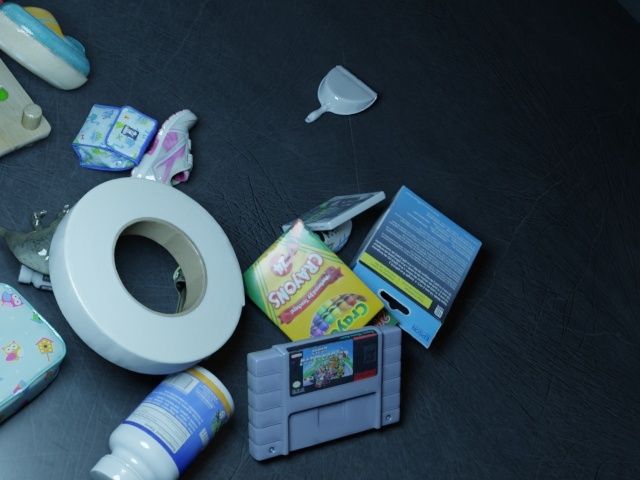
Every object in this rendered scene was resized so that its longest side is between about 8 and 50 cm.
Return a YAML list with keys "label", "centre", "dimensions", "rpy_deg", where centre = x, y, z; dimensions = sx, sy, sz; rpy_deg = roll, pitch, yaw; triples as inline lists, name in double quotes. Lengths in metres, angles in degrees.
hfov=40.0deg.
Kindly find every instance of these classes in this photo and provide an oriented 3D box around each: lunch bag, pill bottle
- label: "lunch bag"
  centre: [-0.624, 0.219, 1.605]
  dimensions: [0.224, 0.108, 0.279]
  rpy_deg: [42, 51, 7]
- label: "pill bottle"
  centre: [-0.530, 0.063, 1.760]
  dimensions: [0.137, 0.078, 0.078]
  rpy_deg: [13, 58, -21]
- label: "lunch bag"
  centre: [-0.446, -0.223, 1.927]
  dimensions: [0.151, 0.096, 0.129]
  rpy_deg: [10, 56, 12]
- label: "pill bottle"
  centre: [-0.299, 0.372, 1.656]
  dimensions: [0.152, 0.152, 0.272]
  rpy_deg: [42, 53, 0]

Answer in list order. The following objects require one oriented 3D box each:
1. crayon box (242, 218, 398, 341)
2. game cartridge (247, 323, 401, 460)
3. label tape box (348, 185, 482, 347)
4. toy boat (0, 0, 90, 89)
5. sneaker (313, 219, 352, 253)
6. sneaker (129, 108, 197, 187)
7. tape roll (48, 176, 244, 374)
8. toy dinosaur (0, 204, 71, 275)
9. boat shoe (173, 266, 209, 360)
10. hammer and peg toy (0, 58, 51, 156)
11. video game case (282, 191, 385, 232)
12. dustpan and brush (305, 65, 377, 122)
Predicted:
- label: "crayon box"
  centre: [-0.004, 0.133, 1.925]
  dimensions: [0.318, 0.081, 0.202]
  rpy_deg: [44, 89, 2]
- label: "game cartridge"
  centre: [0.016, 0.308, 1.834]
  dimensions: [0.355, 0.068, 0.230]
  rpy_deg: [-9, 110, -30]
- label: "label tape box"
  centre: [0.208, 0.073, 2.112]
  dimensions: [0.249, 0.115, 0.347]
  rpy_deg: [36, 56, -4]
- label: "toy boat"
  centre: [-0.645, -0.477, 1.926]
  dimensions: [0.318, 0.267, 0.148]
  rpy_deg: [40, 91, 23]
- label: "sneaker"
  centre: [0.000, 0.000, 2.063]
  dimensions: [0.085, 0.086, 0.237]
  rpy_deg: [48, 52, 7]
- label: "sneaker"
  centre: [-0.338, -0.187, 1.995]
  dimensions: [0.111, 0.103, 0.252]
  rpy_deg: [32, 61, -9]
- label: "tape roll"
  centre: [-0.320, 0.064, 1.676]
  dimensions: [0.392, 0.072, 0.392]
  rpy_deg: [24, 49, -31]
- label: "toy dinosaur"
  centre: [-0.499, 0.016, 1.679]
  dimensions: [0.313, 0.121, 0.160]
  rpy_deg: [26, 42, -18]
- label: "boat shoe"
  centre: [-0.262, 0.098, 1.858]
  dimensions: [0.091, 0.109, 0.305]
  rpy_deg: [15, 61, -25]
- label: "hammer and peg toy"
  centre: [-0.771, -0.310, 1.822]
  dimensions: [0.266, 0.127, 0.361]
  rpy_deg: [-34, 81, -35]
- label: "video game case"
  centre: [0.031, -0.067, 2.067]
  dimensions: [0.190, 0.173, 0.022]
  rpy_deg: [-31, 107, -37]
- label: "dustpan and brush"
  centre: [0.033, -0.369, 2.315]
  dimensions: [0.147, 0.060, 0.211]
  rpy_deg: [41, 45, 13]
